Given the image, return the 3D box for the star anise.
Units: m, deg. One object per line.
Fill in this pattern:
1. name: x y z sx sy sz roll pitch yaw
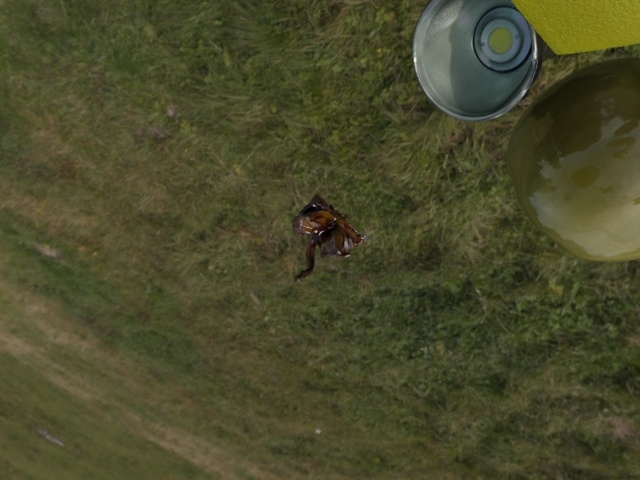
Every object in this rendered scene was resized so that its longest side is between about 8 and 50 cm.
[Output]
1. star anise: 0.000 0.000 0.661 0.070 0.191 0.097 -37 97 23

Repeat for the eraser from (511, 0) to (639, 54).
1. eraser: 0.184 -0.182 0.344 0.122 0.045 0.097 22 176 -36

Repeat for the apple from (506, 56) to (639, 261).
1. apple: 0.385 -0.102 0.664 0.262 0.262 0.263 21 142 18

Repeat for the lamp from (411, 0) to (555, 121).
1. lamp: 0.234 -0.243 0.618 0.147 0.227 0.172 28 134 32
